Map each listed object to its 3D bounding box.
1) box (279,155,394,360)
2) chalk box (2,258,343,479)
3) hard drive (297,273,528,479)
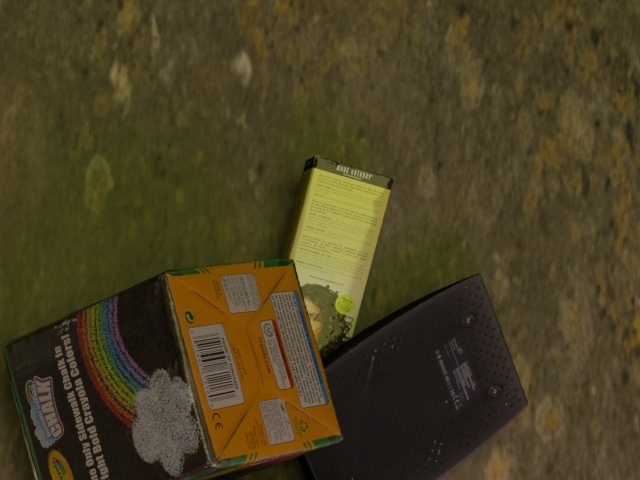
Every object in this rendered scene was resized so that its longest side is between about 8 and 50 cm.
[{"bbox_3d":[0.000,0.039,1.807,0.087,0.058,0.232,15,84,-10],"label":"box"},{"bbox_3d":[-0.157,0.147,1.671,0.179,0.289,0.180,-5,76,-50],"label":"chalk box"},{"bbox_3d":[0.078,0.157,1.785,0.254,0.054,0.172,-32,111,-27],"label":"hard drive"}]
